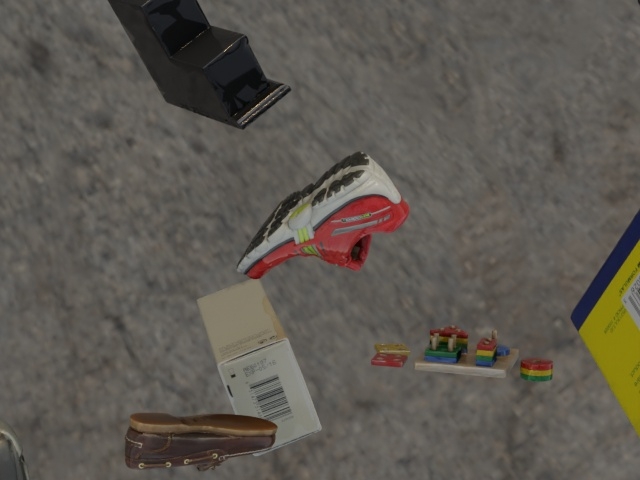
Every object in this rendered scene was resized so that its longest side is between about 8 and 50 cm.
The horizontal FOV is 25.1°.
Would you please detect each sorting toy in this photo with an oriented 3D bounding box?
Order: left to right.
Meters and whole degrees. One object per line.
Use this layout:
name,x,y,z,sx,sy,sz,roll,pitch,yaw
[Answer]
sorting toy,0.203,0.155,2.071,0.274,0.132,0.046,4,100,15

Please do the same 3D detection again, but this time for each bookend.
bookend,-0.130,-0.209,1.484,0.072,0.156,0.157,-41,125,-19

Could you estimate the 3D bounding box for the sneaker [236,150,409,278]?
sneaker,0.000,0.000,1.782,0.118,0.107,0.279,45,137,-14

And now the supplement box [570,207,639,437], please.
supplement box,0.423,0.135,1.342,0.194,0.356,0.195,3,133,-27

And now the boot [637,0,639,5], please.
boot,0.416,-0.346,1.468,0.207,0.246,0.094,-19,153,28

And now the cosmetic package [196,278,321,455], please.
cosmetic package,-0.098,0.183,2.169,0.113,0.309,0.160,-21,109,-4

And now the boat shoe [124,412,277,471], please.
boat shoe,-0.158,0.266,1.885,0.207,0.073,0.073,4,98,-22

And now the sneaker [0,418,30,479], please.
sneaker,-0.320,0.287,1.270,0.106,0.101,0.267,5,99,-27
